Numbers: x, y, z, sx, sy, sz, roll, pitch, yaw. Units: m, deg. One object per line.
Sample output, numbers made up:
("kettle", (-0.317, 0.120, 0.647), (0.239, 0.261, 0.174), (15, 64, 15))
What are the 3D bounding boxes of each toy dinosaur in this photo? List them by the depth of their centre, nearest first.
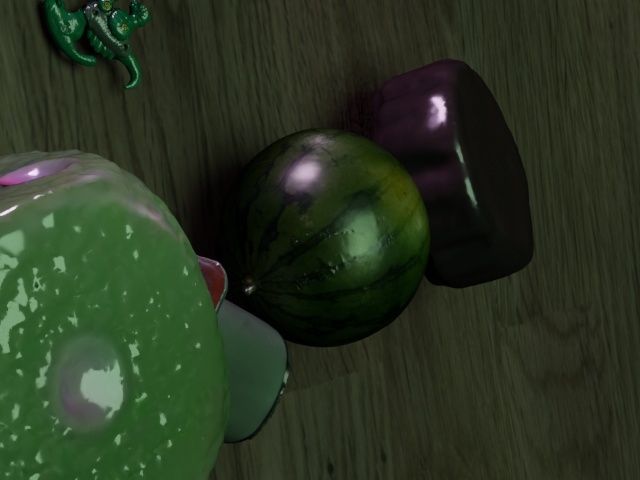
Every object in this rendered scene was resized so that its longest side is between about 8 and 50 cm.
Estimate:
("toy dinosaur", (-0.230, -0.215, 1.778), (0.132, 0.059, 0.096), (52, 60, -21))

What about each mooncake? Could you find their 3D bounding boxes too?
("mooncake", (0.154, -0.077, 2.070), (0.283, 0.141, 0.283), (54, 25, -40))

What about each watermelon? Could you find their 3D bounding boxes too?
("watermelon", (0.003, -0.002, 1.879), (0.242, 0.242, 0.242), (6, 83, -48))

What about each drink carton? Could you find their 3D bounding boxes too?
("drink carton", (-0.149, 0.118, 1.753), (0.189, 0.185, 0.191), (36, 74, -56))

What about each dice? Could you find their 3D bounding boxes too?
("dice", (-0.296, 0.113, 1.470), (0.318, 0.330, 0.322), (-28, 108, -41))
